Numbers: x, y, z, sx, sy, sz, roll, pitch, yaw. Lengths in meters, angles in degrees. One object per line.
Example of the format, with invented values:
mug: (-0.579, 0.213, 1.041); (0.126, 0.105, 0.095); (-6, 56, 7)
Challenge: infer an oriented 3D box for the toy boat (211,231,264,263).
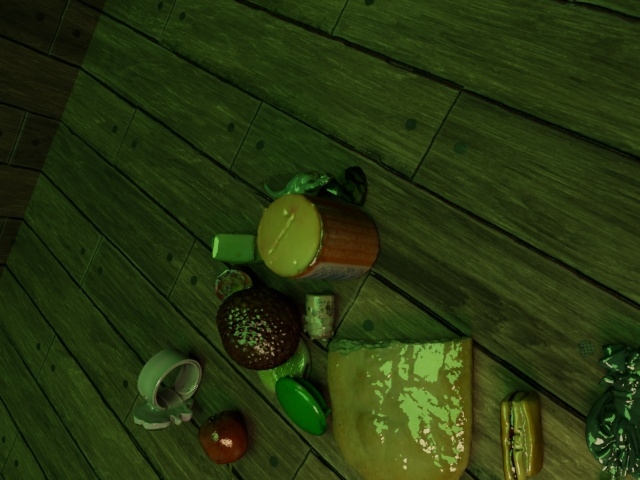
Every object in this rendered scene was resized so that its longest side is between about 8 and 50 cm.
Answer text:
toy boat: (-0.292, 0.025, 1.626); (0.277, 0.084, 0.111); (5, 90, 31)

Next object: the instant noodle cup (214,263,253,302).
instant noodle cup: (-0.281, 0.138, 1.563); (0.127, 0.135, 0.127); (-1, 103, -3)

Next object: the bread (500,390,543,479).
bread: (0.473, 0.459, 1.094); (0.077, 0.116, 0.200); (-5, 83, 36)

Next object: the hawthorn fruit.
hawthorn fruit: (-0.308, 0.713, 1.547); (0.165, 0.165, 0.285); (-10, 90, 31)

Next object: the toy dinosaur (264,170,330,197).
toy dinosaur: (-0.092, -0.140, 1.467); (0.205, 0.092, 0.393); (-55, 23, -3)

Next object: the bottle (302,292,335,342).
bottle: (-0.003, 0.236, 1.424); (0.099, 0.099, 0.152); (1, 90, 32)

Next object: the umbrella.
umbrella: (0.654, 0.401, 1.003); (0.143, 0.094, 0.348); (13, 94, 36)

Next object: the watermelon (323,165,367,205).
watermelon: (0.069, -0.164, 1.421); (0.094, 0.136, 0.125); (170, 98, -68)

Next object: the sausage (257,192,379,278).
sausage: (0.000, 0.000, 1.328); (0.233, 0.287, 0.232); (-4, 83, 38)

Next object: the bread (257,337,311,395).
bread: (-0.131, 0.395, 1.522); (0.229, 0.034, 0.228); (-2, 86, 30)

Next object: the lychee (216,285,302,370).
lychee: (-0.186, 0.262, 1.417); (0.261, 0.261, 0.260); (-3, 84, 32)

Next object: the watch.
watch: (-0.534, 0.516, 1.638); (0.196, 0.244, 0.231); (24, 105, 32)

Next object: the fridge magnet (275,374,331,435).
fridge magnet: (-0.055, 0.493, 1.401); (0.208, 0.088, 0.207); (29, 136, 32)

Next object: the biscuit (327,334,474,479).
biscuit: (0.197, 0.464, 1.272); (0.430, 0.104, 0.445); (-1, 85, 32)
